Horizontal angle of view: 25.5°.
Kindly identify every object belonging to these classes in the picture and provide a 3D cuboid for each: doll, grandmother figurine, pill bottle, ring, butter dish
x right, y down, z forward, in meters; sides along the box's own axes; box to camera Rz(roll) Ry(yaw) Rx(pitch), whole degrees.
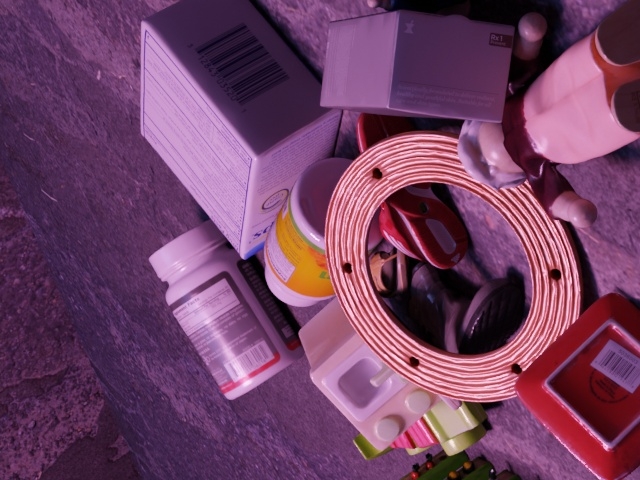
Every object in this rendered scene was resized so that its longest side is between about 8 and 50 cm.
[{"bbox_3d":[0.105,-0.254,1.393,0.189,0.129,0.046,15,-122,-66],"label":"doll"},{"bbox_3d":[0.229,-0.113,1.367,0.342,0.104,0.208,158,108,-71],"label":"grandmother figurine"},{"bbox_3d":[0.000,0.000,1.926,0.136,0.136,0.245,54,153,12],"label":"pill bottle"},{"bbox_3d":[0.151,0.031,1.639,0.336,0.032,0.336,17,121,30],"label":"ring"},{"bbox_3d":[-0.164,0.116,2.435,0.283,0.161,0.161,58,159,2],"label":"pill bottle"},{"bbox_3d":[0.317,0.168,1.508,0.160,0.160,0.118,45,178,31],"label":"butter dish"}]

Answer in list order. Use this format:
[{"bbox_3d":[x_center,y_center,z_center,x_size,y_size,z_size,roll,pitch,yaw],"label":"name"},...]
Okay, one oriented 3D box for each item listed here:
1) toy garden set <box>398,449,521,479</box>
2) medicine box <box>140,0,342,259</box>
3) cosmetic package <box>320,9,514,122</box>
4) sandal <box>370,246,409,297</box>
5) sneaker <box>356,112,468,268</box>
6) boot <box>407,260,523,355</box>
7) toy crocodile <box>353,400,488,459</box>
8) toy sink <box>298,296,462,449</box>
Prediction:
[{"bbox_3d":[0.170,0.365,1.978,0.244,0.204,0.049,16,132,59],"label":"toy garden set"},{"bbox_3d":[-0.119,-0.165,1.972,0.263,0.149,0.289,50,158,19],"label":"medicine box"},{"bbox_3d":[0.092,-0.176,1.441,0.238,0.127,0.107,-149,65,-74],"label":"cosmetic package"},{"bbox_3d":[0.087,0.040,1.893,0.180,0.049,0.072,125,144,-74],"label":"sandal"},{"bbox_3d":[0.086,-0.061,1.753,0.128,0.087,0.221,-1,117,64],"label":"sneaker"},{"bbox_3d":[0.165,0.084,1.789,0.161,0.083,0.246,55,158,25],"label":"boot"},{"bbox_3d":[0.140,0.257,2.033,0.115,0.105,0.340,59,158,-2],"label":"toy crocodile"},{"bbox_3d":[0.072,0.173,1.890,0.153,0.131,0.234,47,-176,-17],"label":"toy sink"}]
